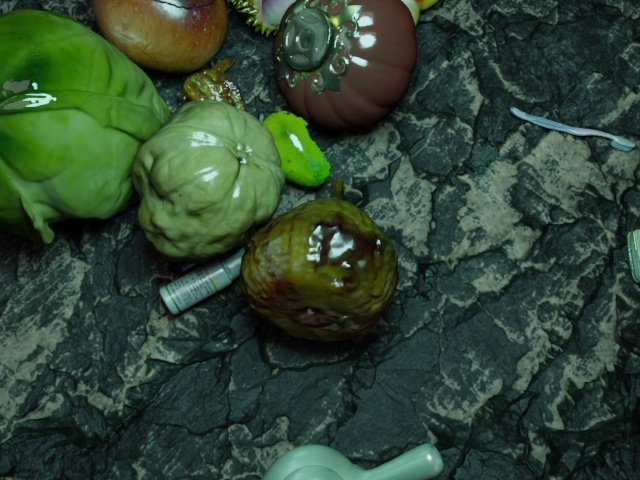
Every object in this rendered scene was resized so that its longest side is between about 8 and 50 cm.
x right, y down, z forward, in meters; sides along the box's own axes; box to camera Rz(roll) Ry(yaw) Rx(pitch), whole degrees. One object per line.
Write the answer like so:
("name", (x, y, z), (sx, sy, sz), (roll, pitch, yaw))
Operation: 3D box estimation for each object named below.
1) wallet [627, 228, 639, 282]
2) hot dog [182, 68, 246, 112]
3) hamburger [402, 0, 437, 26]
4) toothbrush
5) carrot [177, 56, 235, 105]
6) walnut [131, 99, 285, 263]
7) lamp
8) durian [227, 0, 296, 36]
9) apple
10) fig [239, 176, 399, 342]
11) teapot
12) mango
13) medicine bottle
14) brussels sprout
("wallet", (0.694, 0.026, 1.311), (0.155, 0.039, 0.110), (-3, 77, -1))
("hot dog", (-0.217, -0.288, 1.366), (0.099, 0.065, 0.147), (-38, 93, -27))
("hamburger", (0.173, -0.592, 1.415), (0.261, 0.186, 0.302), (-3, 64, -3))
("toothbrush", (0.528, -0.236, 1.393), (0.269, 0.027, 0.021), (18, 39, 5))
("carrot", (-0.241, -0.343, 1.416), (0.036, 0.035, 0.165), (44, 75, 11))
("walnut", (-0.207, -0.106, 1.210), (0.253, 0.277, 0.281), (-8, 67, -37))
("lamp", (0.047, -0.368, 1.302), (0.303, 0.257, 0.302), (0, 90, 38))
("durian", (-0.099, -0.555, 1.422), (0.154, 0.186, 0.260), (12, 52, 47))
("apple", (-0.326, -0.464, 1.350), (0.272, 0.206, 0.251), (10, 38, -13))
("fig", (0.000, 0.000, 1.231), (0.287, 0.286, 0.368), (2, 44, 0))
("teapot", (0.030, 0.421, 1.127), (0.220, 0.149, 0.318), (41, 78, 9))
("mango", (-0.057, -0.176, 1.321), (0.100, 0.119, 0.178), (-39, 78, -24))
("medicine bottle", (-0.208, 0.056, 1.285), (0.221, 0.061, 0.092), (-29, 56, -10))
("brussels sprout", (-0.497, -0.214, 1.202), (0.343, 0.361, 0.425), (19, 75, 8))
